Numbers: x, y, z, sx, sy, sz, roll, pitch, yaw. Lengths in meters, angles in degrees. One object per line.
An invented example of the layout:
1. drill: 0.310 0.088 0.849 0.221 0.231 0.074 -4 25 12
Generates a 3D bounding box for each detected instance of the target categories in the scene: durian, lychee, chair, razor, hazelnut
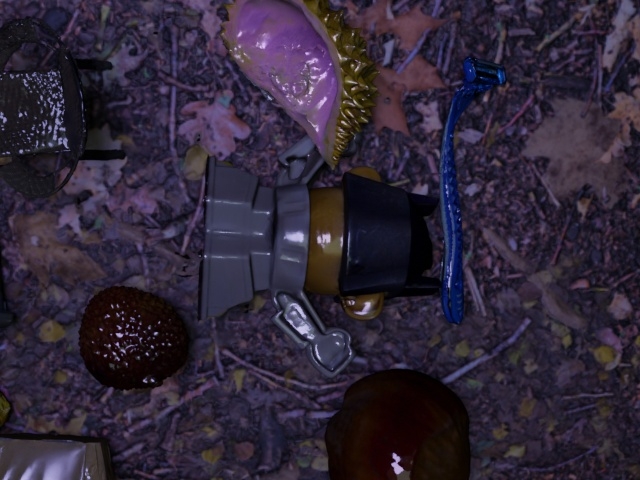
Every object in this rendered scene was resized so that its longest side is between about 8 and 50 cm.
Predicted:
1. durian: -0.012 -0.194 0.801 0.132 0.182 0.165 -37 141 1
2. lychee: -0.219 0.112 0.847 0.123 0.123 0.129 -24 91 -2
3. chair: -0.292 -0.133 0.760 0.149 0.213 0.174 -6 98 -10
4. razor: 0.168 -0.056 0.895 0.056 0.093 0.324 12 104 33
5. hazelnut: 0.099 0.257 0.890 0.170 0.160 0.202 33 56 -21

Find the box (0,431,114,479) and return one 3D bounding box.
1. box: -0.329 0.285 0.869 0.177 0.111 0.111 3 98 -6

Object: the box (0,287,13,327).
1. box: -0.434 0.047 0.770 0.162 0.227 0.130 -2 82 -5

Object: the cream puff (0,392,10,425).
1. cream puff: -0.412 0.197 0.873 0.083 0.083 0.058 37 53 2

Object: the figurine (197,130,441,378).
1. figurine: 0.000 0.003 0.839 0.308 0.143 0.308 0 99 -2
